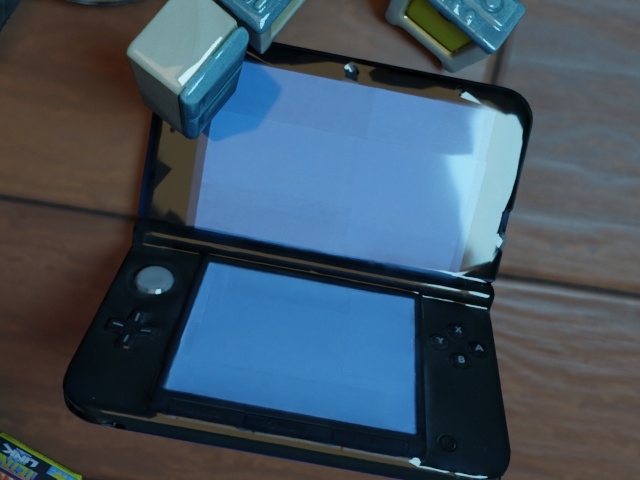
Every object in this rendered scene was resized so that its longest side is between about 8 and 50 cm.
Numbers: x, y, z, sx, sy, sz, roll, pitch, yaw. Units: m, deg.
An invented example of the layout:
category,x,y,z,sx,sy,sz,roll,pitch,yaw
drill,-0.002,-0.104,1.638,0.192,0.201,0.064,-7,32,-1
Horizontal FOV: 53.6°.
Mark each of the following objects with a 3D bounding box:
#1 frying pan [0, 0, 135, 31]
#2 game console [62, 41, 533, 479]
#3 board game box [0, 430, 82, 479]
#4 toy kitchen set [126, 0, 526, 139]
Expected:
category,x,y,z,sx,sy,sz,roll,pitch,yaw
frying pan,-0.178,-0.208,0.451,0.197,0.053,0.326,10,129,-18
game console,0.000,0.000,0.443,0.293,0.250,0.173,10,129,-1
board game box,-0.319,0.250,0.561,0.141,0.048,0.170,32,101,-5
toy kitchen set,0.013,-0.126,0.405,0.166,0.122,0.207,38,83,-8
